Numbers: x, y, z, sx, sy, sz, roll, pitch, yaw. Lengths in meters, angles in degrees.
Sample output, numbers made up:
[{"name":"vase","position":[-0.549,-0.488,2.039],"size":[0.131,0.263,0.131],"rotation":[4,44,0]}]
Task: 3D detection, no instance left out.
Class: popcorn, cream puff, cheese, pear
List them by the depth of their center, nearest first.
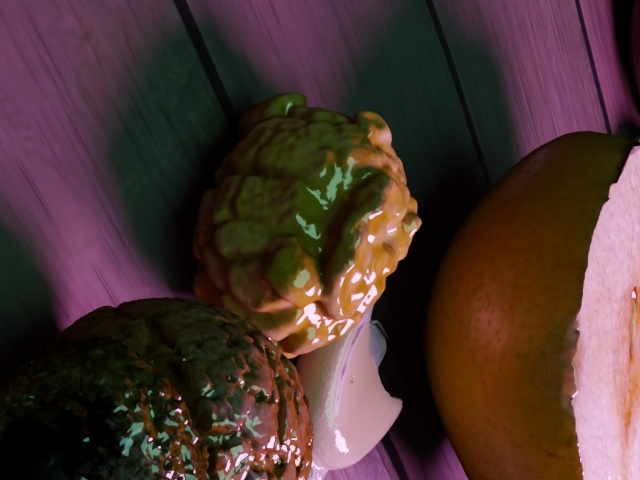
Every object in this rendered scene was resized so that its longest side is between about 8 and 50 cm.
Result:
[{"name":"cream puff","position":[-0.103,0.120,0.548],"size":[0.169,0.183,0.183],"rotation":[21,75,-75]},{"name":"popcorn","position":[-0.003,-0.017,0.726],"size":[0.194,0.140,0.163],"rotation":[-38,126,-46]},{"name":"cheese","position":[-0.002,0.153,0.806],"size":[0.235,0.050,0.127],"rotation":[-58,134,-33]},{"name":"pear","position":[0.208,0.101,0.956],"size":[0.340,0.191,0.386],"rotation":[24,72,-56]}]

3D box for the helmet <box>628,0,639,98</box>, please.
[{"name":"helmet","position":[0.496,-0.230,1.296],"size":[0.271,0.197,0.338],"rotation":[-62,142,-39]}]
